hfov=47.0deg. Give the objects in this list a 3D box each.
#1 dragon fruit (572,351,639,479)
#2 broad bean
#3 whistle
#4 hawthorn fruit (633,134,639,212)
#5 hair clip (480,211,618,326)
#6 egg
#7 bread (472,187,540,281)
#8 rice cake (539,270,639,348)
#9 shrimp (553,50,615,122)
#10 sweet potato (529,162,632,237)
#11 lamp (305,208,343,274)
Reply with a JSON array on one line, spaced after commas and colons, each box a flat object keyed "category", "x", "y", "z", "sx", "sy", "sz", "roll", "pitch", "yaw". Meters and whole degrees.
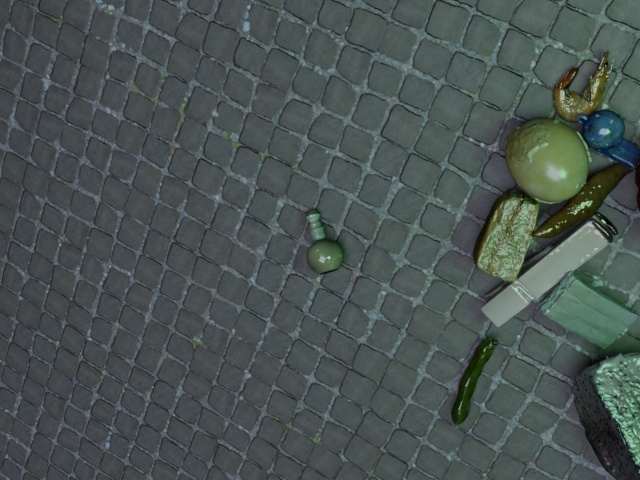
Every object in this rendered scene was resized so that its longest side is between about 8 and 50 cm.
[{"category": "dragon fruit", "x": 0.697, "y": 0.378, "z": 1.583, "sx": 0.221, "sy": 0.204, "sz": 0.282, "roll": -24, "pitch": 70, "yaw": -2}, {"category": "broad bean", "x": 0.366, "y": 0.335, "z": 1.766, "sx": 0.053, "sy": 0.052, "sz": 0.256, "roll": 42, "pitch": 122, "yaw": 46}, {"category": "whistle", "x": 0.598, "y": -0.217, "z": 1.510, "sx": 0.158, "sy": 0.090, "sz": 0.090, "roll": 31, "pitch": 112, "yaw": 11}, {"category": "hawthorn fruit", "x": 0.726, "y": -0.104, "z": 1.415, "sx": 0.307, "sy": 0.276, "sz": 0.276, "roll": 48, "pitch": 118, "yaw": 34}, {"category": "hair clip", "x": 0.499, "y": 0.068, "z": 1.622, "sx": 0.085, "sy": 0.101, "sz": 0.331, "roll": 45, "pitch": 116, "yaw": -1}, {"category": "egg", "x": 0.467, "y": -0.168, "z": 1.523, "sx": 0.164, "sy": 0.164, "sz": 0.201, "roll": -42, "pitch": 47, "yaw": 25}, {"category": "bread", "x": 0.409, "y": -0.019, "z": 1.612, "sx": 0.102, "sy": 0.138, "sz": 0.196, "roll": 20, "pitch": 110, "yaw": 4}, {"category": "rice cake", "x": 0.587, "y": 0.157, "z": 1.599, "sx": 0.211, "sy": 0.038, "sz": 0.124, "roll": 24, "pitch": 118, "yaw": -18}, {"category": "shrimp", "x": 0.548, "y": -0.326, "z": 1.538, "sx": 0.095, "sy": 0.045, "sz": 0.162, "roll": 35, "pitch": 120, "yaw": 31}, {"category": "sweet potato", "x": 0.549, "y": -0.080, "z": 1.537, "sx": 0.274, "sy": 0.067, "sz": 0.067, "roll": -38, "pitch": 88, "yaw": -5}, {"category": "lamp", "x": 0.000, "y": 0.000, "z": 1.808, "sx": 0.091, "sy": 0.091, "sz": 0.163, "roll": -19, "pitch": 81, "yaw": 24}]
